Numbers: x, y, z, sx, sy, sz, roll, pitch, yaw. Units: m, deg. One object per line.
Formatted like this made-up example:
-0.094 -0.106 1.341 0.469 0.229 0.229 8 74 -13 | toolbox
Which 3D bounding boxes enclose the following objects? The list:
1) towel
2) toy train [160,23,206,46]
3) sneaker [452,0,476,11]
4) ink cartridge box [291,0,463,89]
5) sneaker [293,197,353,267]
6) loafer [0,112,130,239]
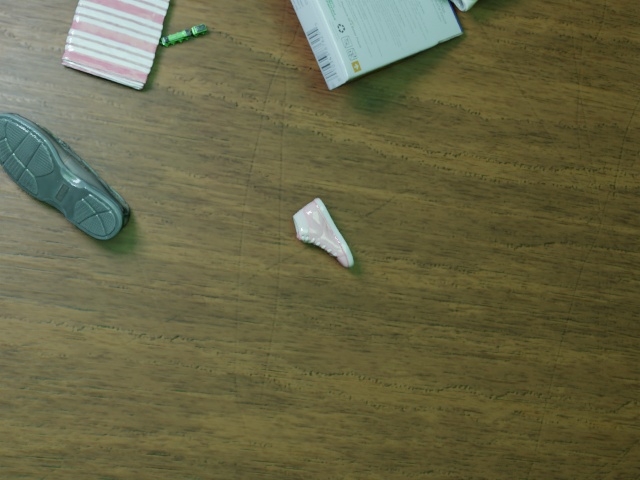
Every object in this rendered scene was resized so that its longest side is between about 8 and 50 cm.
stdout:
-0.337 -0.364 1.656 0.144 0.029 0.197 16 82 -13 | towel
-0.232 -0.349 1.680 0.083 0.024 0.017 -22 93 -14 | toy train
0.280 -0.465 1.775 0.232 0.090 0.115 3 89 -15 | sneaker
0.075 -0.448 1.717 0.307 0.072 0.303 -28 95 -40 | ink cartridge box
0.000 0.000 1.714 0.070 0.051 0.134 -30 92 -11 | sneaker
-0.422 -0.107 1.610 0.267 0.084 0.096 43 111 -5 | loafer
